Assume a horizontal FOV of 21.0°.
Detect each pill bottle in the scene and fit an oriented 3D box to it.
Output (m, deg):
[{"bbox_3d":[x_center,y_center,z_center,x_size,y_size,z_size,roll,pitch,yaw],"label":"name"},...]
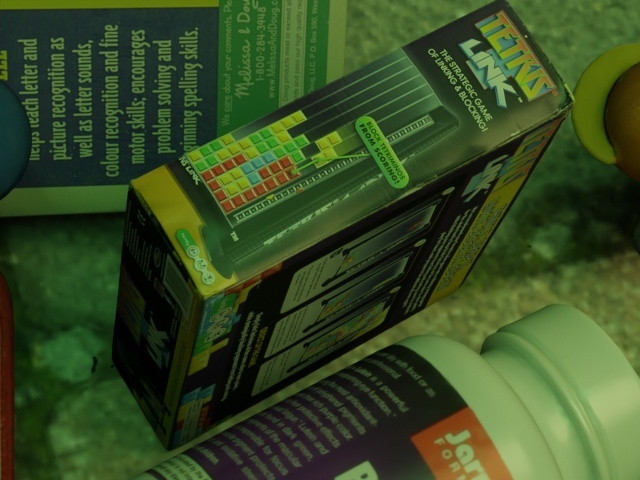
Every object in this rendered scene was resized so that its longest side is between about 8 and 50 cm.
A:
[{"bbox_3d":[0.021,0.099,0.604,0.193,0.108,0.108,-26,76,-18],"label":"pill bottle"}]

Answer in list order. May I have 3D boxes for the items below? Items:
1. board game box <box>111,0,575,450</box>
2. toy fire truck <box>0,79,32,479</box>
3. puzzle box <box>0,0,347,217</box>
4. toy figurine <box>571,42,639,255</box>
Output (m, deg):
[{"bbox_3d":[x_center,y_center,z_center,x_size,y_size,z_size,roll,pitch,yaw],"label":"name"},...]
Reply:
[{"bbox_3d":[0.000,0.000,0.605,0.141,0.170,0.048,-29,75,-19],"label":"board game box"},{"bbox_3d":[-0.217,0.027,0.539,0.253,0.169,0.302,-1,95,-26],"label":"toy fire truck"},{"bbox_3d":[-0.122,-0.200,0.583,0.272,0.052,0.409,-2,114,-11],"label":"puzzle box"},{"bbox_3d":[0.211,0.001,0.610,0.209,0.148,0.213,-18,71,28],"label":"toy figurine"}]
